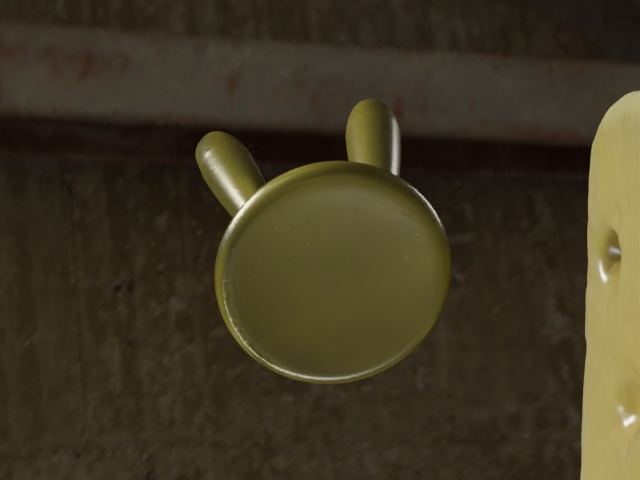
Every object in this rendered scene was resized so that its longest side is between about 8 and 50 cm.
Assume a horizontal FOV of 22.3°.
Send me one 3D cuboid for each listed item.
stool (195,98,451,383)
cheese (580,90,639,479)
[{"bbox_3d":[0.000,0.000,0.798,0.135,0.134,0.110,31,-165,-19],"label":"stool"},{"bbox_3d":[0.227,0.130,0.891,0.104,0.384,0.383,3,-114,-11],"label":"cheese"}]
